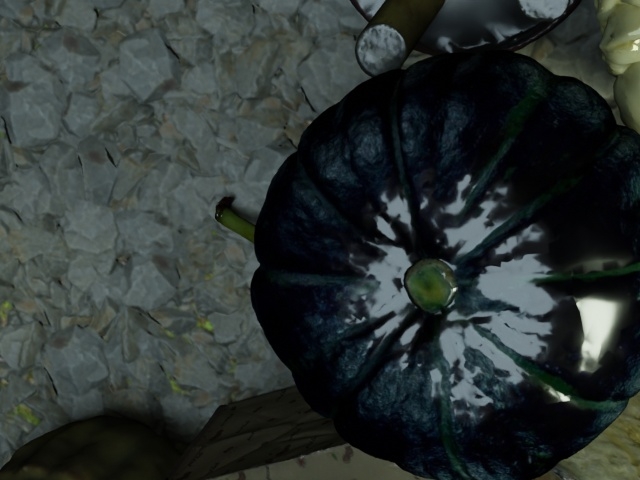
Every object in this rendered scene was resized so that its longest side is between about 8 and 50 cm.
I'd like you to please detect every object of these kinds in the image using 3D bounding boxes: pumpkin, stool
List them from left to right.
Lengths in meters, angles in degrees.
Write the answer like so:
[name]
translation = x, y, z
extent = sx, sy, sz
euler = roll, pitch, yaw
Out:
[stool]
translation = 0.114, -0.279, 1.513
extent = 0.272, 0.178, 0.272
euler = 5, 109, 14
[pumpkin]
translation = 0.120, 0.023, 1.432
extent = 0.363, 0.266, 0.363
euler = 4, 102, 16

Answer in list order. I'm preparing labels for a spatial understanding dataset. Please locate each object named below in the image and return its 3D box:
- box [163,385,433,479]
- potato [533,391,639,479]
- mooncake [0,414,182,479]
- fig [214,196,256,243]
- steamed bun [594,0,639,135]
[box]
translation = 0.024, 0.251, 1.703
extent = 0.297, 0.225, 0.190
euler = -19, 102, 22
[potato]
translation = 0.294, 0.321, 1.618
extent = 0.397, 0.290, 0.296
euler = 23, 115, 6
[mooncake]
translation = -0.235, 0.337, 1.814
extent = 0.290, 0.161, 0.290
euler = 13, 116, 29
[fig]
translation = 0.000, 0.000, 1.669
extent = 0.259, 0.151, 0.151
euler = 0, 109, 20
[steamed bun]
translation = 0.341, -0.226, 1.412
extent = 0.203, 0.276, 0.289
euler = -2, 102, 23
